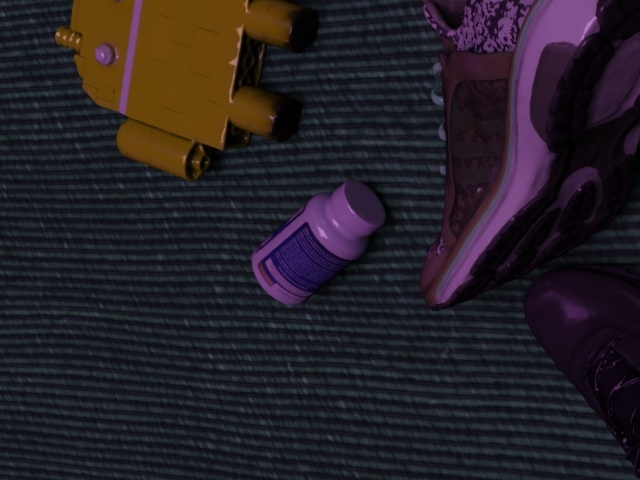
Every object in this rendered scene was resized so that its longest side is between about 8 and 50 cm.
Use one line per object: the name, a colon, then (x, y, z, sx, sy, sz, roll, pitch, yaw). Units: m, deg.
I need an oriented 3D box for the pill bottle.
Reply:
pill bottle: (0.000, 0.000, 1.355, 0.120, 0.067, 0.067, -40, 77, 33)

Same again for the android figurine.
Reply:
android figurine: (-0.134, -0.187, 1.416, 0.273, 0.056, 0.248, 22, 111, 26)

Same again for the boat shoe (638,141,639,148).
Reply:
boat shoe: (0.262, -0.098, 1.160, 0.073, 0.073, 0.207, -37, 80, 31)

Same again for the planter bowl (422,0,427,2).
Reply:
planter bowl: (0.147, -0.281, 1.188, 0.217, 0.090, 0.217, 7, 103, 33)

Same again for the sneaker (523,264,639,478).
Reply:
sneaker: (0.262, 0.123, 1.169, 0.286, 0.130, 0.109, 41, 121, 22)

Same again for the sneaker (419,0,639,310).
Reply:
sneaker: (0.144, -0.106, 1.151, 0.182, 0.158, 0.410, 56, 149, 26)
